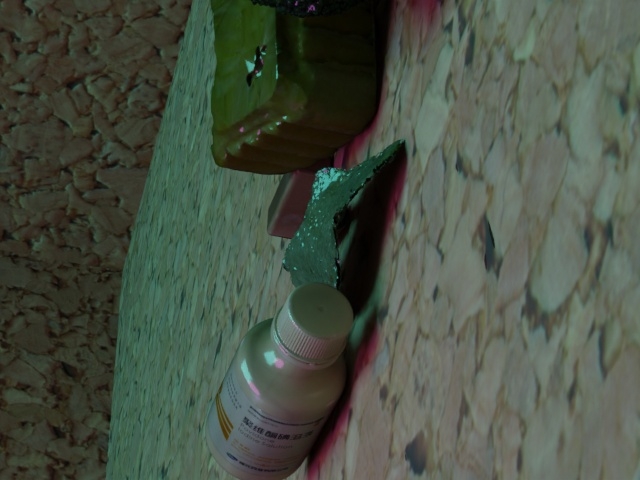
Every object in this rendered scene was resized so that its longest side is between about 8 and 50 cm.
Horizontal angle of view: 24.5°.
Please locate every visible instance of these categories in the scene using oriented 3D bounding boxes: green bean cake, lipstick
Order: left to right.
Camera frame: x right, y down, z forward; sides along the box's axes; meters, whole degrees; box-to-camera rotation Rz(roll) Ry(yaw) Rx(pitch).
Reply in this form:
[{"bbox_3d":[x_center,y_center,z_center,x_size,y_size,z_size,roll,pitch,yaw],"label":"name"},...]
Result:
[{"bbox_3d":[-0.044,-0.206,1.611,0.233,0.124,0.236,-24,64,55],"label":"green bean cake"},{"bbox_3d":[-0.026,-0.057,1.746,0.145,0.045,0.045,117,158,-56],"label":"lipstick"}]

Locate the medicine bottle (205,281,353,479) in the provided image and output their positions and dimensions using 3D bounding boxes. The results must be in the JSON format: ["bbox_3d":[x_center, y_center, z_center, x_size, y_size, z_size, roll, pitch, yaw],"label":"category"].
[{"bbox_3d":[-0.034,0.137,1.453,0.252,0.114,0.114,116,160,-48],"label":"medicine bottle"}]

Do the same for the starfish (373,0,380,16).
[{"bbox_3d":[0.022,-0.252,1.686,0.238,0.057,0.213,7,92,59],"label":"starfish"}]

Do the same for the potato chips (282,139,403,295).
[{"bbox_3d":[0.019,-0.015,1.462,0.167,0.059,0.228,-106,28,-57],"label":"potato chips"}]

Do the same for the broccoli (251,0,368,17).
[{"bbox_3d":[-0.012,-0.359,1.396,0.297,0.297,0.297,-39,25,23],"label":"broccoli"}]

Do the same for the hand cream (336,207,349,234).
[{"bbox_3d":[-0.002,0.001,1.625,0.052,0.038,0.216,-58,-3,-22],"label":"hand cream"}]
